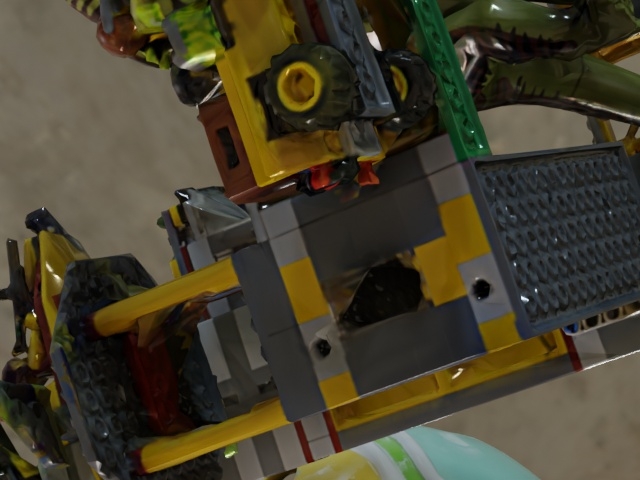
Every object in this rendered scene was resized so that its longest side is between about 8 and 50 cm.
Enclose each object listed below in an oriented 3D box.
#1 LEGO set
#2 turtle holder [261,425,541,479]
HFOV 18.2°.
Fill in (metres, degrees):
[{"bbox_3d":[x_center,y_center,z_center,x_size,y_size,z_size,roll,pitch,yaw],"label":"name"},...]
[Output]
[{"bbox_3d":[-0.017,-0.040,0.518,0.192,0.331,0.255,-22,92,26],"label":"LEGO set"},{"bbox_3d":[0.031,0.232,1.245,0.320,0.243,0.227,-9,52,-36],"label":"turtle holder"}]
